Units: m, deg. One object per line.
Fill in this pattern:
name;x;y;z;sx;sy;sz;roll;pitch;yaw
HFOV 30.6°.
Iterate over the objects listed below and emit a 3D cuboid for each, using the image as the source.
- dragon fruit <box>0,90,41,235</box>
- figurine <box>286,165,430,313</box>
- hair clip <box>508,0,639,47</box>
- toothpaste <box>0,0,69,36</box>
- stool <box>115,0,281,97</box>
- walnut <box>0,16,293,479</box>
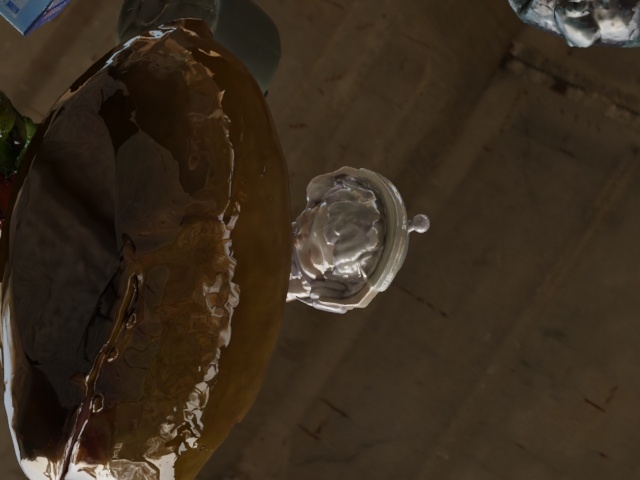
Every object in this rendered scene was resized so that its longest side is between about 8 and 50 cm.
dragon fruit;-0.194;-0.030;0.623;0.138;0.175;0.142;23;-138;-1
figurine;0.003;0.001;1.275;0.237;0.141;0.162;-11;-111;38
hair clip;0.156;-0.258;0.609;0.206;0.310;0.194;-4;-142;43
toothpaste;-0.298;-0.268;0.869;0.272;0.066;0.053;44;-64;-11
stool;-0.087;-0.147;0.854;0.096;0.110;0.096;-16;-117;35
walnut;-0.082;0.018;0.543;0.137;0.137;0.245;8;-92;25
